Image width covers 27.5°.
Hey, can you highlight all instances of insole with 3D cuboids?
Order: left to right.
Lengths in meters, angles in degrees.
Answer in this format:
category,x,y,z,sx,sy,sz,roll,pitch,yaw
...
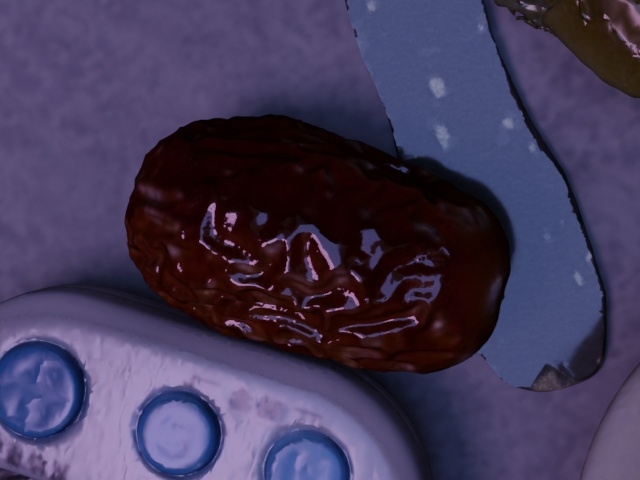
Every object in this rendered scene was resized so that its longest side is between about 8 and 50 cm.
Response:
category,x,y,z,sx,sy,sz,roll,pitch,yaw
insole,0.074,-0.042,0.642,0.081,0.011,0.248,-20,92,11

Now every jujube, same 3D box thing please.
category,x,y,z,sx,sy,sz,roll,pitch,yaw
jujube,0.000,0.000,0.603,0.176,0.112,0.109,16,142,15

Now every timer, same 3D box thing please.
category,x,y,z,sx,sy,sz,roll,pitch,yaw
timer,-0.083,0.152,0.654,0.262,0.087,0.237,16,98,9

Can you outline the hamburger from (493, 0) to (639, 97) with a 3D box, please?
category,x,y,z,sx,sy,sz,roll,pitch,yaw
hamburger,0.192,-0.187,0.542,0.285,0.134,0.265,-18,94,10

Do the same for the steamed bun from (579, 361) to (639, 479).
category,x,y,z,sx,sy,sz,roll,pitch,yaw
steamed bun,0.222,0.095,0.540,0.241,0.146,0.164,-32,61,17
